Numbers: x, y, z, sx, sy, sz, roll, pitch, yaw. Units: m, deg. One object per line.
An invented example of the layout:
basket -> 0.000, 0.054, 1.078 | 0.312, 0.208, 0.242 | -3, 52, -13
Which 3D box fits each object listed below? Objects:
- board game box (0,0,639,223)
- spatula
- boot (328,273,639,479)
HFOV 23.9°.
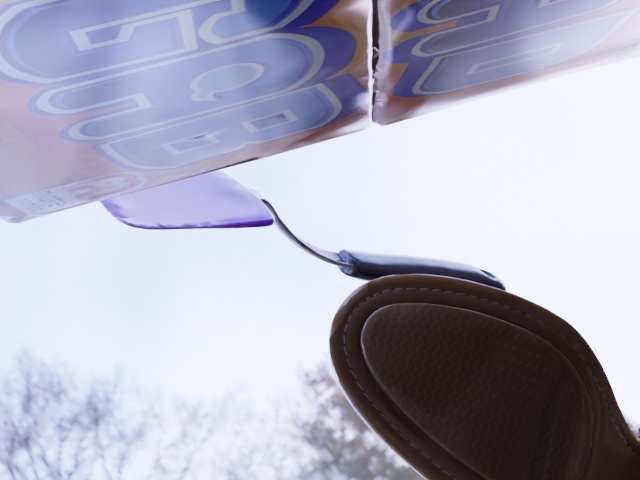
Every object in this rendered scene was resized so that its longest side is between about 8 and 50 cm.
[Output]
board game box -> -0.026, -0.240, 0.542 | 0.356, 0.356, 0.356 | -15, -6, 0
spatula -> 0.000, 0.000, 0.883 | 0.296, 0.084, 0.030 | 17, -75, -37
boot -> 0.109, 0.118, 0.823 | 0.283, 0.220, 0.109 | 21, -106, -10
